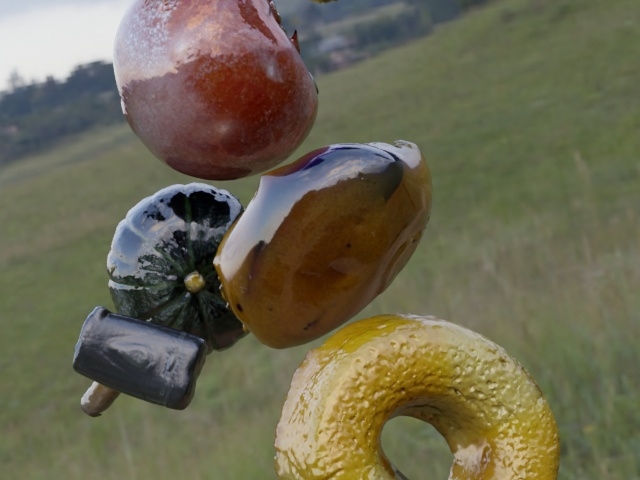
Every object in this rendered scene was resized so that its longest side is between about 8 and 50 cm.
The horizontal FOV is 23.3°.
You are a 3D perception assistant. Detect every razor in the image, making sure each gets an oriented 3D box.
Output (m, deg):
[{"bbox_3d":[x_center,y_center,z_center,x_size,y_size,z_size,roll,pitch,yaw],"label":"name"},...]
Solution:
[{"bbox_3d":[-0.209,0.135,1.785,0.148,0.090,0.054,18,-14,2],"label":"razor"}]

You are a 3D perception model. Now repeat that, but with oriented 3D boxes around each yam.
[{"bbox_3d":[-0.271,0.164,2.183,0.046,0.046,0.264,-15,-28,-46],"label":"yam"}]

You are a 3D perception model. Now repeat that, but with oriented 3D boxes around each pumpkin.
[{"bbox_3d":[-0.162,0.037,1.958,0.220,0.220,0.162,-13,12,-4],"label":"pumpkin"}]

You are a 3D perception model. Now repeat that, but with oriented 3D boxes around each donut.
[{"bbox_3d":[0.110,0.209,1.564,0.303,0.303,0.110,-13,-7,-20],"label":"donut"}]

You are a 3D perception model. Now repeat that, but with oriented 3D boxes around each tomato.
[{"bbox_3d":[-0.130,-0.195,1.850,0.227,0.270,0.270,-29,3,-1],"label":"tomato"}]

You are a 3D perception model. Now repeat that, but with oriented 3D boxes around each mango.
[{"bbox_3d":[0.000,0.000,1.726,0.287,0.201,0.152,-52,19,25],"label":"mango"}]

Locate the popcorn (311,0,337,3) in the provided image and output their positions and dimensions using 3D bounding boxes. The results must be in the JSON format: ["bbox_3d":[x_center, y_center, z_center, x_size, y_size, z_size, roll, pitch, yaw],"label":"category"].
[{"bbox_3d":[0.024,-0.452,2.351,0.163,0.194,0.140,31,4,31],"label":"popcorn"}]
